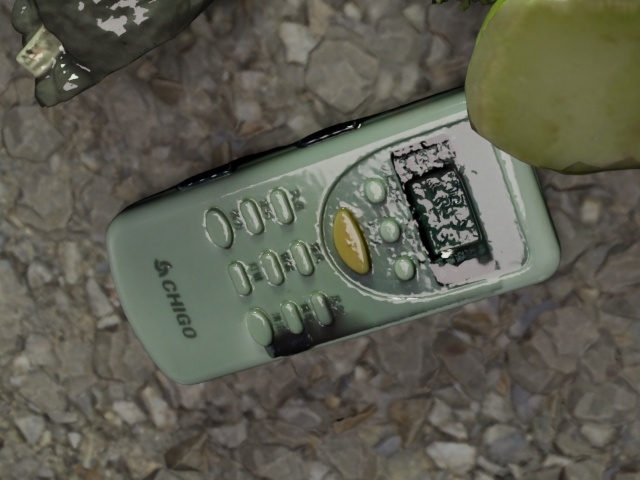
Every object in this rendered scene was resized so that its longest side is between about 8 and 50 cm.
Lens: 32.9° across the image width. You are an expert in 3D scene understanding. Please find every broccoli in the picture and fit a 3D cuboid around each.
[{"bbox_3d":[0.116,-0.151,0.501,0.252,0.361,0.221,34,130,18],"label":"broccoli"}]

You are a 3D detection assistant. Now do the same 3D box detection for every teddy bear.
[{"bbox_3d":[-0.142,-0.225,0.638,0.144,0.171,0.251,-7,110,46],"label":"teddy bear"}]

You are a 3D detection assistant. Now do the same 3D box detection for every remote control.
[{"bbox_3d":[0.000,0.000,0.722,0.296,0.056,0.140,-18,101,15],"label":"remote control"}]
